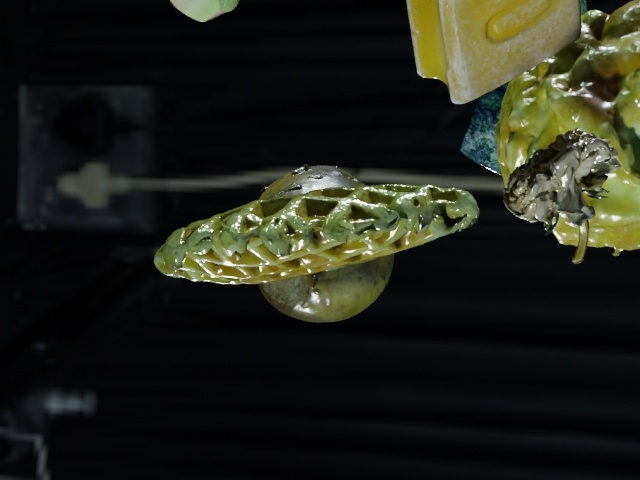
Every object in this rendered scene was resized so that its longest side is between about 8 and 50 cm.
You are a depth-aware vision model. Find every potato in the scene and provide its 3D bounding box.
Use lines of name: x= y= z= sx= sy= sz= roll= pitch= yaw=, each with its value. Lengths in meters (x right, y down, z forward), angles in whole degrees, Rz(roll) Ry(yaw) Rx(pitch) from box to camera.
potato: x=0.000 y=0.000 z=1.771 sx=0.251 sy=0.149 sz=0.113 roll=-85 pitch=8 yaw=-69

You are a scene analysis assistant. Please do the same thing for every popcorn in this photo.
popcorn: x=0.329 y=-0.123 z=1.988 sx=0.247 sy=0.282 sz=0.282 roll=60 pitch=-146 yaw=-26

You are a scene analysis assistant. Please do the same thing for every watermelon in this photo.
watermelon: x=0.288 y=-0.241 z=2.579 sx=0.226 sy=0.148 sz=0.318 roll=-149 pitch=64 yaw=-80

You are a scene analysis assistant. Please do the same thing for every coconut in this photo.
coconut: x=-0.114 y=-0.261 z=1.766 sx=0.083 sy=0.082 sz=0.081 roll=63 pitch=154 yaw=21

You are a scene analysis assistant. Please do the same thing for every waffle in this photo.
waffle: x=-0.007 y=-0.003 z=1.259 sx=0.208 sy=0.214 sz=0.054 roll=152 pitch=110 yaw=-69

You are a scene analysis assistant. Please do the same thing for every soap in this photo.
soap: x=0.159 y=-0.281 z=1.682 sx=0.173 sy=0.089 sz=0.274 roll=-31 pitch=-43 yaw=-17

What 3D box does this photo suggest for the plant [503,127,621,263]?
plant: x=0.244 y=-0.040 z=1.714 sx=0.122 sy=0.116 sz=0.104 roll=62 pitch=-155 yaw=-4
